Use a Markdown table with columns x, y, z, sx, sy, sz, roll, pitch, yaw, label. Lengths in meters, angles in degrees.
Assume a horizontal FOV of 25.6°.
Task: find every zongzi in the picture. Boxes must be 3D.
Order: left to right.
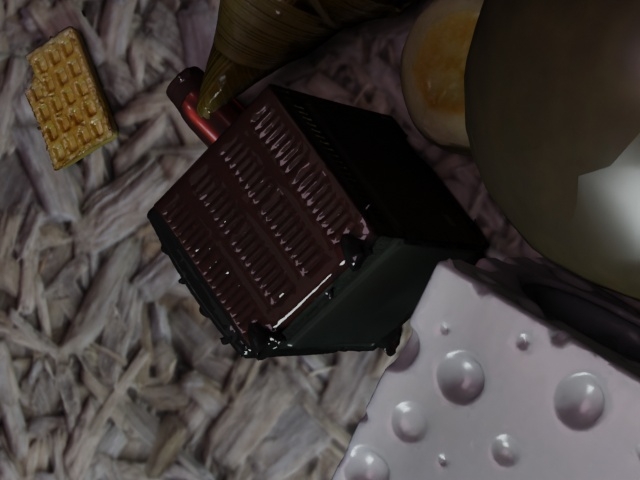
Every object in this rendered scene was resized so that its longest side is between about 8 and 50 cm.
| x | y | z | sx | sy | sz | roll | pitch | yaw | label |
| --- | --- | --- | --- | --- | --- | --- | --- | --- | --- |
| -0.059 | -0.291 | 1.315 | 0.288 | 0.134 | 0.286 | -35 | 79 | 16 | zongzi |

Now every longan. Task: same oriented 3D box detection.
| x | y | z | sx | sy | sz | roll | pitch | yaw | label |
| --- | --- | --- | --- | --- | --- | --- | --- | --- | --- |
| 0.298 | -0.135 | 1.043 | 0.404 | 0.336 | 0.404 | -27 | 40 | 25 | longan |

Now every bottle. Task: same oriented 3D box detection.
| x | y | z | sx | sy | sz | roll | pitch | yaw | label |
| --- | --- | --- | --- | --- | --- | --- | --- | --- | --- |
| -0.090 | -0.108 | 1.400 | 0.164 | 0.060 | 0.060 | 47 | 110 | 20 | bottle |

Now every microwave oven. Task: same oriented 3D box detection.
| x | y | z | sx | sy | sz | roll | pitch | yaw | label |
| --- | --- | --- | --- | --- | --- | --- | --- | --- | --- |
| 0.000 | -0.002 | 1.247 | 0.188 | 0.247 | 0.178 | -46 | 67 | 19 | microwave oven |

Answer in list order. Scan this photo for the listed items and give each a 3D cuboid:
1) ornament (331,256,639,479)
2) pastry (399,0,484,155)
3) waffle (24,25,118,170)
| x | y | z | sx | sy | sz | roll | pitch | yaw | label |
| --- | --- | --- | --- | --- | --- | --- | --- | --- | --- |
| 0.188 | 0.171 | 1.144 | 0.239 | 0.240 | 0.240 | 31 | 104 | 25 | ornament |
| 0.137 | -0.151 | 1.260 | 0.156 | 0.092 | 0.156 | -4 | 83 | 34 | pastry |
| -0.274 | -0.153 | 1.517 | 0.092 | 0.021 | 0.135 | -29 | 76 | 25 | waffle |
